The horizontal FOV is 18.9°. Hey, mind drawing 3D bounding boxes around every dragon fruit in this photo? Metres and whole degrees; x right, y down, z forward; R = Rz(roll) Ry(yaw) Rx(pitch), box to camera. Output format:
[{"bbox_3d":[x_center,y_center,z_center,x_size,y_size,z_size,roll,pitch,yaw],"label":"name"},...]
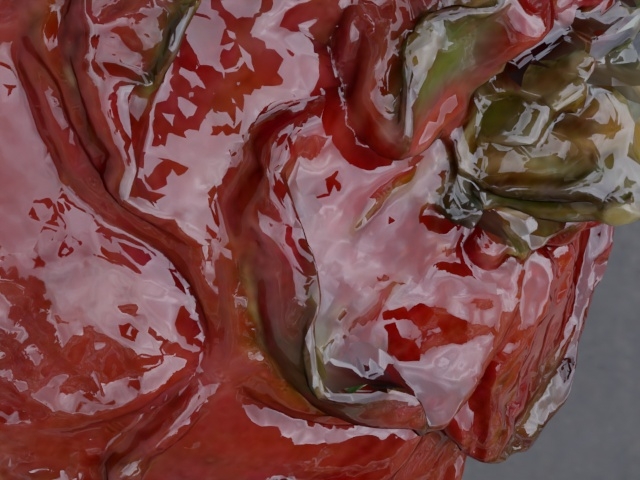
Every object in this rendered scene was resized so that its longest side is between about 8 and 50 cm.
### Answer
[{"bbox_3d":[0.000,0.000,0.559,0.317,0.205,0.152,9,56,-36],"label":"dragon fruit"}]
